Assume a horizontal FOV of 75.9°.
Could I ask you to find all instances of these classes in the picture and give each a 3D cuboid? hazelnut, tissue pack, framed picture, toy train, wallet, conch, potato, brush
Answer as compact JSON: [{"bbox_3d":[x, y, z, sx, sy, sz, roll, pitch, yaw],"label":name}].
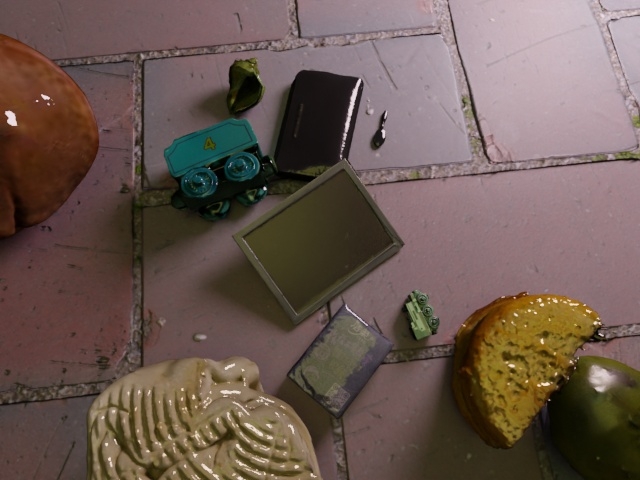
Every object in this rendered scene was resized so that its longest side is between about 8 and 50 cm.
[{"bbox_3d":[-0.567,-0.176,0.674,0.373,0.315,0.371,-9,48,10],"label":"hazelnut"},{"bbox_3d":[0.035,0.201,0.693,0.112,0.051,0.156,39,78,7],"label":"tissue pack"},{"bbox_3d":[0.000,0.000,0.741,0.252,0.014,0.197,-35,93,-9],"label":"framed picture"},{"bbox_3d":[-0.186,-0.131,0.754,0.198,0.107,0.154,-22,69,-5],"label":"toy train"},{"bbox_3d":[-0.006,-0.221,0.807,0.149,0.044,0.249,12,77,6],"label":"wallet"},{"bbox_3d":[-0.147,-0.304,0.810,0.089,0.074,0.121,31,99,42],"label":"conch"},{"bbox_3d":[0.173,0.130,0.720,0.053,0.033,0.083,-23,76,-2],"label":"toy train"},{"bbox_3d":[0.456,0.289,0.624,0.186,0.148,0.253,-40,88,6],"label":"potato"},{"bbox_3d":[0.123,-0.225,0.824,0.024,0.008,0.083,12,75,5],"label":"brush"}]

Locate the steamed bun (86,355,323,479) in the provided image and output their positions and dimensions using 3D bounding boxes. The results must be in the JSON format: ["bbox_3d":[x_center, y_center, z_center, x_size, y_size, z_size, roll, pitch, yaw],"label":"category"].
[{"bbox_3d":[-0.157,0.312,0.593,0.290,0.203,0.275,-6,66,-16],"label":"steamed bun"}]

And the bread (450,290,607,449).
[{"bbox_3d":[0.294,0.178,0.647,0.147,0.160,0.260,39,85,16],"label":"bread"}]
